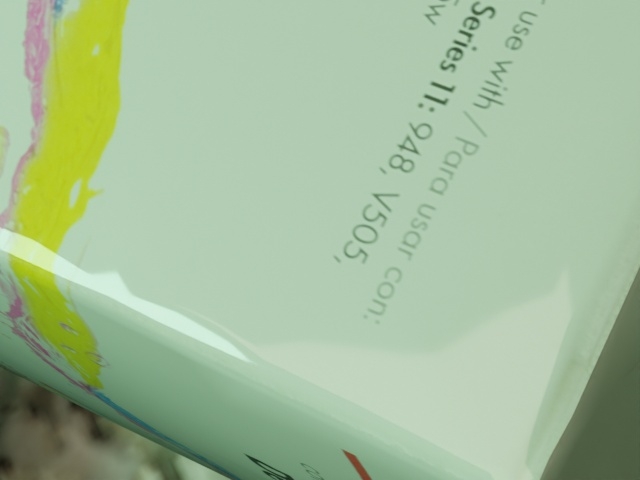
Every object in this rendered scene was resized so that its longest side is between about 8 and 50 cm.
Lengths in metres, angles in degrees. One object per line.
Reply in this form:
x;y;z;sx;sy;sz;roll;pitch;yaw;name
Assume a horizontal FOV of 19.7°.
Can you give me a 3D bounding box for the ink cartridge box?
0.000;0.000;0.462;0.353;0.207;0.119;23;76;24;ink cartridge box
